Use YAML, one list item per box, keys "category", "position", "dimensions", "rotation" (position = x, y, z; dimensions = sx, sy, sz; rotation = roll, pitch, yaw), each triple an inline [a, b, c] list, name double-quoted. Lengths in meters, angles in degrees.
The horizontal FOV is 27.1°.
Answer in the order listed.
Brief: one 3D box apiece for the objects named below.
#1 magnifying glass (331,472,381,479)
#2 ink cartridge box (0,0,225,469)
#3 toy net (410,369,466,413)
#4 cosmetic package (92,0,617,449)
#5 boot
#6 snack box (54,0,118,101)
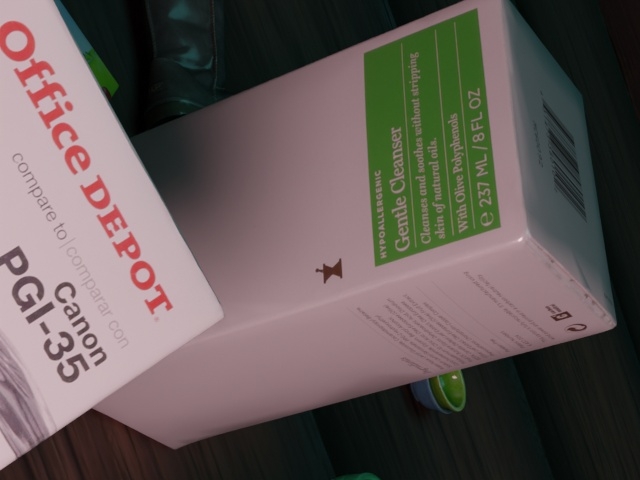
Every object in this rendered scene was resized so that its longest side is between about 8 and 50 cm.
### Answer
- category: "magnifying glass"
  position: [0.053, 0.227, 0.808]
  dimensions: [0.092, 0.026, 0.231]
  rotation: [-82, 149, -45]
- category: "ink cartridge box"
  position: [-0.220, 0.020, 0.637]
  dimensions: [0.283, 0.117, 0.207]
  rotation: [-34, 107, -22]
- category: "toy net"
  position: [0.082, 0.076, 1.369]
  dimensions: [0.232, 0.045, 0.122]
  rotation: [53, 34, -32]
- category: "cosmetic package"
  position: [0.000, 0.000, 0.926]
  dimensions: [0.155, 0.365, 0.197]
  rotation: [38, 41, -49]
- category: "boot"
  position: [-0.097, -0.167, 1.176]
  dimensions: [0.189, 0.076, 0.209]
  rotation: [33, 40, -53]
- category: "snack box"
  position: [-0.214, -0.138, 0.968]
  dimensions: [0.141, 0.037, 0.100]
  rotation: [57, 31, -26]
